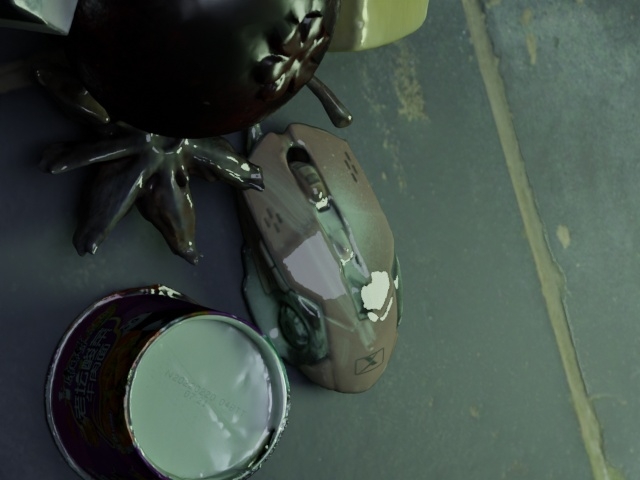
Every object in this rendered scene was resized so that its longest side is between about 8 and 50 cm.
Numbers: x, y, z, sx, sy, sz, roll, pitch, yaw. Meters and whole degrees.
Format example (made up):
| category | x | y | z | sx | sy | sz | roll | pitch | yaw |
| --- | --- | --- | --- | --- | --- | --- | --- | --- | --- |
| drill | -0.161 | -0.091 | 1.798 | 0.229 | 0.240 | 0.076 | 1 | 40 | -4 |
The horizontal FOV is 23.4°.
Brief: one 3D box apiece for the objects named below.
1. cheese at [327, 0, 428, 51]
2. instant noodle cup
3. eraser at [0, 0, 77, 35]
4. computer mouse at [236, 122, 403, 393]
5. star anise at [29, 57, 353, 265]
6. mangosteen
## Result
| category | x | y | z | sx | sy | sz | roll | pitch | yaw |
| --- | --- | --- | --- | --- | --- | --- | --- | --- | --- |
| cheese | 0.050 | -0.364 | 1.795 | 0.242 | 0.124 | 0.265 | -32 | 126 | -60 |
| instant noodle cup | -0.159 | 0.173 | 1.717 | 0.251 | 0.190 | 0.251 | 1 | 87 | -28 |
| eraser | -0.416 | -0.275 | 1.493 | 0.096 | 0.404 | 0.098 | 26 | 77 | -62 |
| computer mouse | 0.004 | 0.001 | 1.855 | 0.199 | 0.115 | 0.389 | -24 | 100 | -29 |
| star anise | -0.176 | -0.112 | 1.754 | 0.359 | 0.139 | 0.316 | 32 | 89 | -24 |
| mangosteen | -0.149 | -0.267 | 1.569 | 0.347 | 0.307 | 0.307 | 35 | 67 | 20 |
